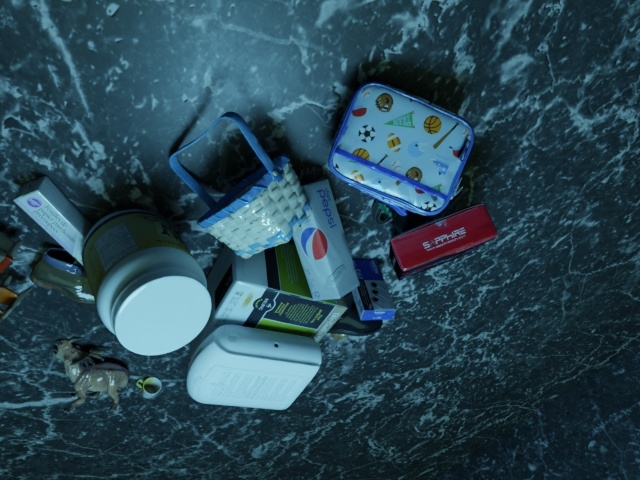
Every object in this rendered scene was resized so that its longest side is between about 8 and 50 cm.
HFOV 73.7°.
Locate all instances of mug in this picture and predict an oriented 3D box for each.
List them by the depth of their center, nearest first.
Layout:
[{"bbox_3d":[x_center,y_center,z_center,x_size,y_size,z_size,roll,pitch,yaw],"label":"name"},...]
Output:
[{"bbox_3d":[-0.607,0.521,1.516,0.062,0.078,0.064,-16,153,-46],"label":"mug"}]

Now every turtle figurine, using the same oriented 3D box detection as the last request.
[{"bbox_3d":[0.264,-0.124,1.083,0.234,0.118,0.175,-39,104,-2],"label":"turtle figurine"}]

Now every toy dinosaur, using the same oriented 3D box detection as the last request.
[{"bbox_3d":[-0.705,0.429,1.371,0.295,0.127,0.200,29,83,-50],"label":"toy dinosaur"}]

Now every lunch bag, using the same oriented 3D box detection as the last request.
[{"bbox_3d":[0.178,-0.191,0.953,0.303,0.115,0.243,23,95,-4],"label":"lunch bag"}]

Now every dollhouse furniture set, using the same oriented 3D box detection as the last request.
[{"bbox_3d":[-0.825,0.083,0.986,0.259,0.135,0.262,-37,117,19],"label":"dollhouse furniture set"}]

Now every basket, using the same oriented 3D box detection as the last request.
[{"bbox_3d":[-0.182,-0.115,0.953,0.254,0.201,0.289,-17,123,42],"label":"basket"}]

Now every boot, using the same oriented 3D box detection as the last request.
[{"bbox_3d":[-0.626,0.095,1.116,0.219,0.082,0.106,22,125,-27],"label":"boot"},{"bbox_3d":[0.099,0.217,1.390,0.246,0.094,0.207,1,134,-7],"label":"boot"}]

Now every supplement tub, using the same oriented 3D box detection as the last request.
[{"bbox_3d":[-0.397,0.086,0.974,0.228,0.316,0.228,-20,127,-28],"label":"supplement tub"}]

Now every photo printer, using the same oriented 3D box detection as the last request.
[{"bbox_3d":[-0.186,0.339,1.124,0.307,0.107,0.256,14,128,-23],"label":"photo printer"}]

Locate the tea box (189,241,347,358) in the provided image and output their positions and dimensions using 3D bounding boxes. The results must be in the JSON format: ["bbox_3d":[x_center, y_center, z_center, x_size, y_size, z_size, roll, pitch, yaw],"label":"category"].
[{"bbox_3d":[-0.157,0.182,1.214,0.323,0.220,0.329,19,124,-26],"label":"tea box"}]

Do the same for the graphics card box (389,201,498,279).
[{"bbox_3d":[0.304,0.017,1.142,0.232,0.094,0.371,-22,170,4],"label":"graphics card box"}]

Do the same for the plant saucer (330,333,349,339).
[{"bbox_3d":[0.074,0.324,1.531,0.083,0.015,0.083,-7,132,-7],"label":"plant saucer"}]

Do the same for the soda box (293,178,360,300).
[{"bbox_3d":[0.000,0.000,1.063,0.091,0.098,0.286,-11,98,42],"label":"soda box"}]

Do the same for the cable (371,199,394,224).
[{"bbox_3d":[0.176,-0.168,1.123,0.139,0.072,0.287,-31,146,-13],"label":"cable"}]

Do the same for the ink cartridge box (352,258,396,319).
[{"bbox_3d":[0.142,0.140,1.258,0.097,0.207,0.046,2,130,-16],"label":"ink cartridge box"}]

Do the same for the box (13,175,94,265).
[{"bbox_3d":[-0.590,-0.008,1.046,0.063,0.067,0.324,-21,133,4],"label":"box"}]
